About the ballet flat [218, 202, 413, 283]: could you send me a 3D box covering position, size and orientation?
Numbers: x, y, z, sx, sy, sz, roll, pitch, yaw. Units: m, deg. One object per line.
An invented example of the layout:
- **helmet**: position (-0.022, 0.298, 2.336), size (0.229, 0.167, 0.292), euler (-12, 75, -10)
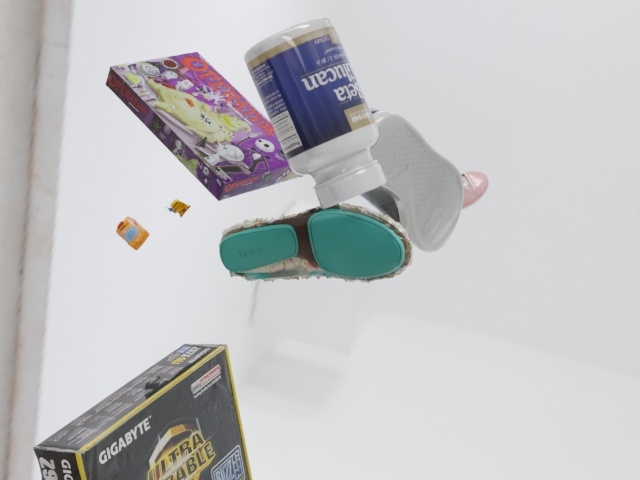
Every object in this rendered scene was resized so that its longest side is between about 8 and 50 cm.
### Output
- **ballet flat**: position (0.000, 0.000, 1.132), size (0.077, 0.241, 0.091), euler (-20, 108, -59)

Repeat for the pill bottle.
- **pill bottle**: position (0.000, -0.120, 1.012), size (0.169, 0.094, 0.094), euler (66, 18, -3)

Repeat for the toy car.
- **toy car**: position (-0.257, -0.038, 1.554), size (0.122, 0.060, 0.040), euler (-38, 143, 11)

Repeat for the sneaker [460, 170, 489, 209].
- **sneaker**: position (0.189, -0.077, 1.523), size (0.070, 0.134, 0.051), euler (88, -24, -59)

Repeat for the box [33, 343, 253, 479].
- **box**: position (-0.207, 0.308, 1.330), size (0.322, 0.079, 0.257), euler (-33, 119, -59)

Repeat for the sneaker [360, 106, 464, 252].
- **sneaker**: position (0.069, -0.087, 1.256), size (0.104, 0.147, 0.296), euler (-57, 145, -8)

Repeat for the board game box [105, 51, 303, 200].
- **board game box**: position (-0.205, -0.215, 1.890), size (0.208, 0.347, 0.056), euler (-17, 143, -46)
